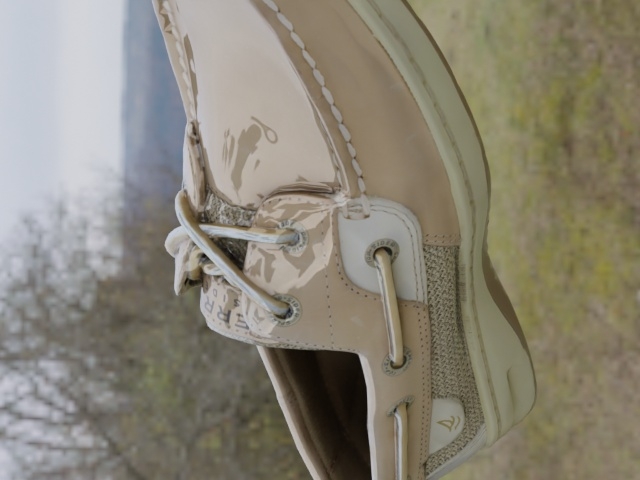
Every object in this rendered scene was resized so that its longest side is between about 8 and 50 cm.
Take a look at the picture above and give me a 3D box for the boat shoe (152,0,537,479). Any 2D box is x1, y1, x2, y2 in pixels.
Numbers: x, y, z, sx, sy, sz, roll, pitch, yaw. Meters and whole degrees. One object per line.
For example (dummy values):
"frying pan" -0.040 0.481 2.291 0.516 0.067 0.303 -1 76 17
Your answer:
"boat shoe" 0.000 0.000 0.652 0.122 0.110 0.341 28 153 44
